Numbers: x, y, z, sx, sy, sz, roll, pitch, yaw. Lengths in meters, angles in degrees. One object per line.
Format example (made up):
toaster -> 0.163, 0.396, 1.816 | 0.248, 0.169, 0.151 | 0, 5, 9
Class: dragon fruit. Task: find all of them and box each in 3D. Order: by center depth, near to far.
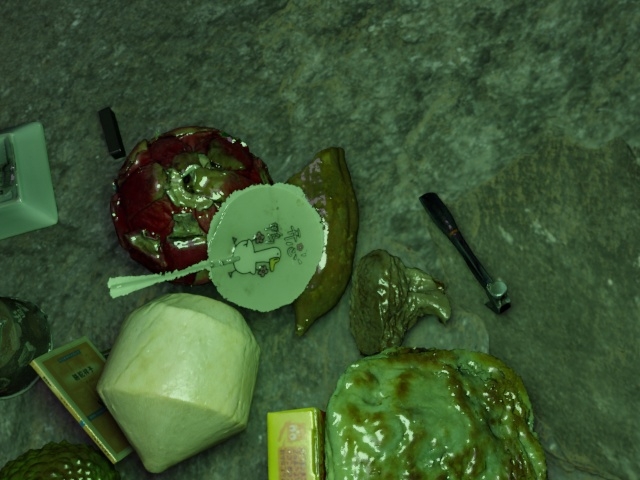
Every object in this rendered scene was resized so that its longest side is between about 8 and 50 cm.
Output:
dragon fruit -> -0.235, -0.063, 1.768 | 0.329, 0.329, 0.329 | -2, 75, 7

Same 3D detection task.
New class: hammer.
hammer -> 0.275, 0.019, 1.791 | 0.037, 0.137, 0.290 | -30, 60, -1

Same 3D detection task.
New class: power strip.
power strip -> -0.441, -0.227, 1.979 | 0.029, 0.038, 0.111 | -19, 72, 3

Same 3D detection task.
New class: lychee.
lychee -> -0.463, 0.500, 1.678 | 0.320, 0.270, 0.270 | 3, 72, 44

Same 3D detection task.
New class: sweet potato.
sweet potato -> 0.000, 0.000, 1.807 | 0.158, 0.158, 0.370 | -3, 79, 6

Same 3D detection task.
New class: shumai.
shumai -> 0.151, 0.123, 1.767 | 0.175, 0.166, 0.206 | 6, 87, -18

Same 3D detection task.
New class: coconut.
coconut -> -0.254, 0.261, 1.692 | 0.329, 0.329, 0.329 | -2, 75, 7

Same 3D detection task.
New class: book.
book -> -0.416, 0.294, 1.756 | 0.018, 0.170, 0.242 | -44, 84, 21

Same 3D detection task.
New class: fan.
fan -> -0.168, 0.036, 1.630 | 0.414, 0.012, 0.233 | -18, 104, -27

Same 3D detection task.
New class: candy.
candy -> -0.021, 0.376, 1.637 | 0.088, 0.276, 0.146 | -6, 76, 9

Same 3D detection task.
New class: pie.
pie -> 0.178, 0.365, 1.593 | 0.418, 0.180, 0.395 | -8, 74, -27

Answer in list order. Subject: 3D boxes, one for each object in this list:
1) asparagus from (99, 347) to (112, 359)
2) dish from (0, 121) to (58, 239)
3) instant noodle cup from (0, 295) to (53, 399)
asparagus -> -0.418, 0.230, 1.858 | 0.236, 0.027, 0.034 | -22, 63, 1
dish -> -0.664, -0.133, 1.962 | 0.182, 0.080, 0.243 | -15, 74, 3
instant noodle cup -> -0.658, 0.192, 1.808 | 0.217, 0.207, 0.217 | -2, 75, 8
